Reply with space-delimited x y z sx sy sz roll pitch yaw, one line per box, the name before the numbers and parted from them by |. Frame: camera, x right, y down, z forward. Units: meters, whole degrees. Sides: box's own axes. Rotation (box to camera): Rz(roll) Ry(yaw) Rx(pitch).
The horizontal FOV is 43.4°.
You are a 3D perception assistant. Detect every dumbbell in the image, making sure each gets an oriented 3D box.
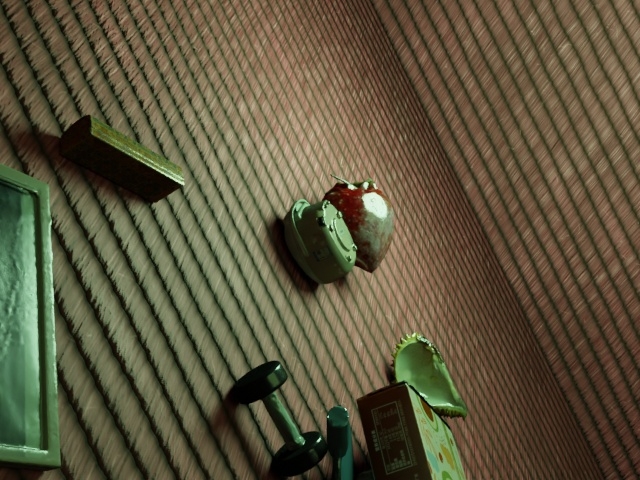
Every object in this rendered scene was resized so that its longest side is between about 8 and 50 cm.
dumbbell | -0.072 0.320 1.446 0.191 0.100 0.100 60 25 -6

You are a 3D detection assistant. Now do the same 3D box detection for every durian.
durian | 0.268 0.351 2.023 0.144 0.139 0.252 10 57 -65

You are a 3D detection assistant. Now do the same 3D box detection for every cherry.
cherry | 0.093 -0.035 2.006 0.192 0.175 0.249 1 67 -52

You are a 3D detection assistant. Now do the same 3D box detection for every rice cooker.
rice cooker | 0.000 0.000 1.852 0.206 0.127 0.145 65 23 -17

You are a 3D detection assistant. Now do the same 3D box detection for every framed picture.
framed picture | -0.469 0.058 1.014 0.326 0.028 0.446 28 43 -52

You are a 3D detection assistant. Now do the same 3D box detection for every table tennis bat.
table tennis bat | 0.040 0.412 1.477 0.329 0.044 0.215 83 10 -46

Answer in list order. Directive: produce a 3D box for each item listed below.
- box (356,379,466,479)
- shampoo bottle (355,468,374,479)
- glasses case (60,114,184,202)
box | 0.226 0.536 1.670 0.344 0.122 0.385 50 22 -51
shampoo bottle | 0.130 0.573 1.646 0.065 0.065 0.204 6 62 -61
glasses case | -0.339 -0.139 1.390 0.218 0.075 0.049 31 39 -49
